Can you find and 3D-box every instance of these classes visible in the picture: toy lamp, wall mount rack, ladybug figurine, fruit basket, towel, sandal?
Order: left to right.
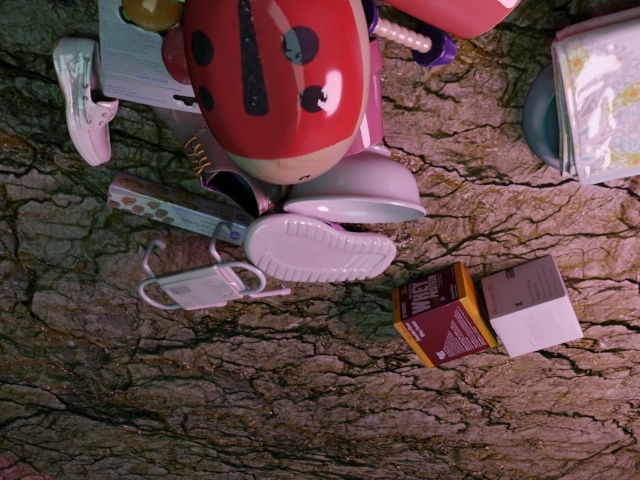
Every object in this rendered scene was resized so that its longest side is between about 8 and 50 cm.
[{"bbox_3d":[-0.237,-0.397,1.163,0.326,0.166,0.353,9,134,-3],"label":"fruit basket"},{"bbox_3d":[-0.246,0.097,1.533,0.349,0.131,0.304,-12,135,27],"label":"wall mount rack"},{"bbox_3d":[-0.080,-0.279,0.997,0.304,0.162,0.450,1,121,17],"label":"ladybug figurine"},{"bbox_3d":[-0.008,0.012,1.454,0.416,0.102,0.169,13,121,-39],"label":"sandal"},{"bbox_3d":[0.150,-0.359,1.123,0.274,0.080,0.080,0,144,-50],"label":"toy lamp"},{"bbox_3d":[0.622,-0.274,1.175,0.374,0.090,0.321,-12,128,14],"label":"towel"}]

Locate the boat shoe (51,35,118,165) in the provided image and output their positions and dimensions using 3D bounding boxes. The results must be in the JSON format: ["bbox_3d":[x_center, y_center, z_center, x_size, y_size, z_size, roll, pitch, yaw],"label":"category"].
[{"bbox_3d":[-0.462,-0.276,1.309,0.096,0.098,0.277,1,128,5],"label":"boat shoe"}]

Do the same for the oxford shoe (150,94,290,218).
[{"bbox_3d":[-0.222,-0.193,1.305,0.363,0.133,0.130,40,136,-9],"label":"oxford shoe"}]

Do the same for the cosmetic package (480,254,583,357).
[{"bbox_3d":[0.508,0.160,1.550,0.183,0.151,0.151,-22,124,19],"label":"cosmetic package"}]

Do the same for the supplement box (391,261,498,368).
[{"bbox_3d":[0.309,0.190,1.604,0.194,0.129,0.191,-25,123,22],"label":"supplement box"}]

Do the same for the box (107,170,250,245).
[{"bbox_3d":[-0.324,-0.074,1.484,0.323,0.067,0.063,18,129,-9],"label":"box"}]

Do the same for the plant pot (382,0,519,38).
[{"bbox_3d":[0.196,-0.469,1.010,0.243,0.275,0.275,27,127,-28],"label":"plant pot"}]

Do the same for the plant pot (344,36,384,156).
[{"bbox_3d":[0.033,-0.260,1.192,0.201,0.201,0.180,-13,112,15],"label":"plant pot"}]

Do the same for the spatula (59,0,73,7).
[{"bbox_3d":[-0.508,-0.556,1.129,0.084,0.030,0.297,-5,129,10],"label":"spatula"}]

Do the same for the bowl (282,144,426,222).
[{"bbox_3d":[0.072,-0.121,1.332,0.297,0.134,0.298,2,173,0],"label":"bowl"}]

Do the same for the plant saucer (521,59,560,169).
[{"bbox_3d":[0.569,-0.255,1.279,0.317,0.044,0.318,3,130,3],"label":"plant saucer"}]
